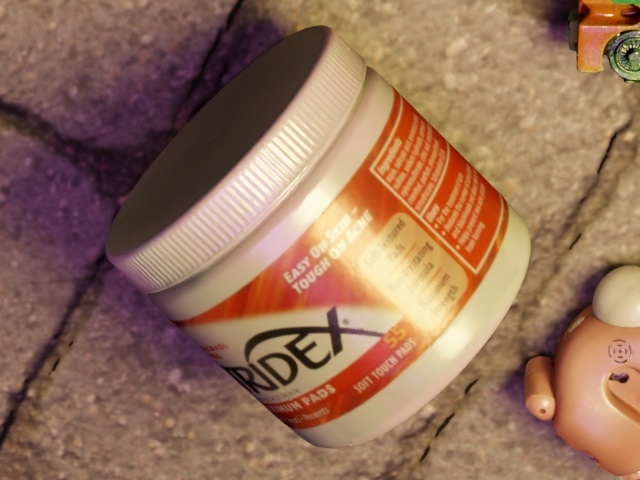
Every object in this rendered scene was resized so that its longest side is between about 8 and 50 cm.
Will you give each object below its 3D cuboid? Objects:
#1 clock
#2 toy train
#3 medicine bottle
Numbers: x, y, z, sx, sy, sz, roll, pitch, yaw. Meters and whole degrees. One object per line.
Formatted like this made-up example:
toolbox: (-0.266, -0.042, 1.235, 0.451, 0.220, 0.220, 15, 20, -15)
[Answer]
clock: (0.274, 0.115, 1.668, 0.166, 0.093, 0.162, 36, 113, -12)
toy train: (0.284, -0.176, 1.523, 0.188, 0.072, 0.099, 1, 112, 6)
medicine bottle: (0.000, 0.000, 1.543, 0.252, 0.252, 0.241, -40, 107, 23)
